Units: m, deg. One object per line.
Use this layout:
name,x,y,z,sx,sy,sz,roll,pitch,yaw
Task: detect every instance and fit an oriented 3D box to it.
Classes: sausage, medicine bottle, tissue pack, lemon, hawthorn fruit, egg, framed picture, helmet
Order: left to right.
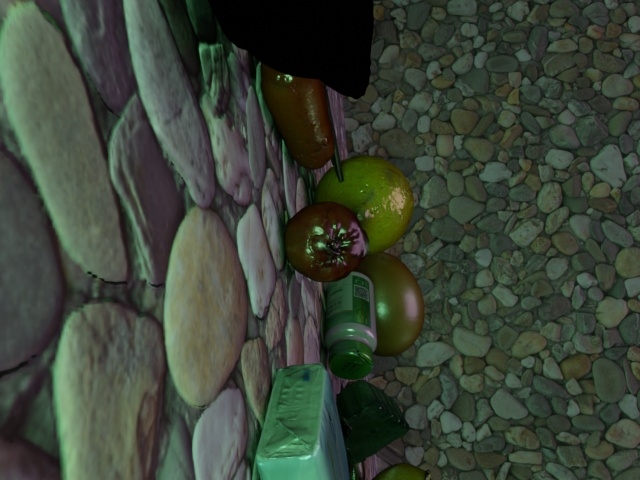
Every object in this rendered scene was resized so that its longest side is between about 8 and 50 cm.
helmet,-0.037,-0.313,0.464,0.271,0.197,0.338,85,9,-65
sausage,-0.033,-0.220,0.779,0.330,0.102,0.102,64,22,-71
tissue pack,-0.010,0.324,0.592,0.177,0.089,0.263,-78,162,-71
framed picture,-0.014,-0.335,1.001,0.265,0.016,0.347,73,0,-55
hawthorn fruit,0.000,0.000,0.792,0.172,0.148,0.148,-158,-121,-68
medicine bottle,0.078,0.214,1.131,0.274,0.133,0.133,-87,168,-52
lemon,0.109,-0.088,1.120,0.310,0.257,0.258,-59,143,-80
egg,0.201,0.209,1.472,0.282,0.282,0.351,50,32,-76

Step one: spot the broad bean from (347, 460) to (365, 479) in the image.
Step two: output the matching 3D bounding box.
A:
broad bean,0.091,0.664,1.162,0.077,0.061,0.339,97,-9,-71

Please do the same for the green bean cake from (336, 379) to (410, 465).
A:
green bean cake,0.092,0.451,1.095,0.208,0.193,0.107,45,14,-40

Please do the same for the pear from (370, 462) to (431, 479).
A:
pear,0.144,0.719,0.996,0.340,0.191,0.387,66,32,-43

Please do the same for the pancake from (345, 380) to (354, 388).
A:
pancake,0.097,0.549,1.365,0.236,0.042,0.223,44,45,-73
